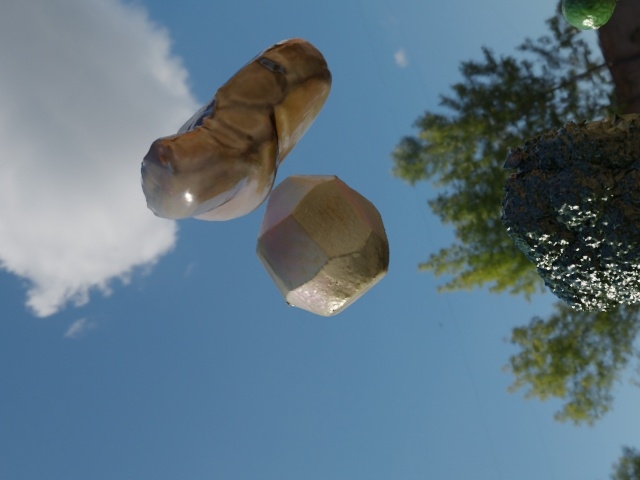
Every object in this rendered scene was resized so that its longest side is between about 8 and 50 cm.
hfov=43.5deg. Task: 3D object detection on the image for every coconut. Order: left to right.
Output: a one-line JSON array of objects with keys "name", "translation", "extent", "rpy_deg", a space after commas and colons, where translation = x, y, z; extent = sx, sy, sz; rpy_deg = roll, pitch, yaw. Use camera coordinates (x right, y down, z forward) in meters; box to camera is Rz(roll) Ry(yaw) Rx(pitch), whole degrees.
[{"name": "coconut", "translation": [0.000, 0.000, 1.298], "extent": [0.237, 0.197, 0.237], "rpy_deg": [43, -161, -19]}]

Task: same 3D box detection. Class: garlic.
[{"name": "garlic", "translation": [-0.075, -0.092, 0.759], "extent": [0.110, 0.228, 0.217], "rpy_deg": [45, -106, -12]}]

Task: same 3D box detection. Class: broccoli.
[{"name": "broccoli", "translation": [0.401, -0.053, 1.040], "extent": [0.283, 0.321, 0.304], "rpy_deg": [-73, -28, -49]}]

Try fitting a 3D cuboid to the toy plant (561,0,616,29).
[{"name": "toy plant", "translation": [0.478, -0.482, 1.365], "extent": [0.218, 0.175, 0.235], "rpy_deg": [-54, -35, -25]}]
